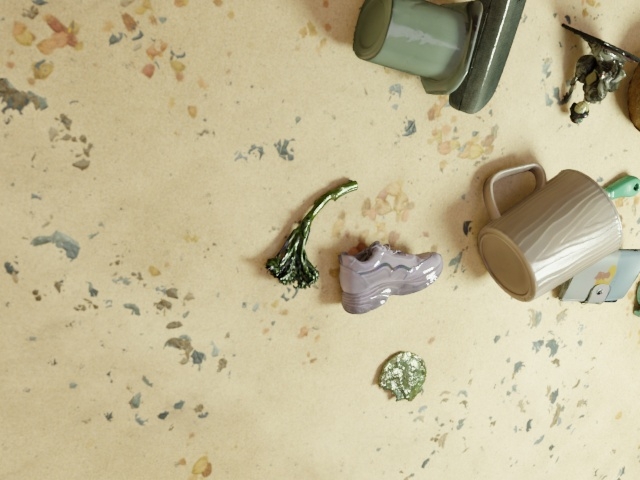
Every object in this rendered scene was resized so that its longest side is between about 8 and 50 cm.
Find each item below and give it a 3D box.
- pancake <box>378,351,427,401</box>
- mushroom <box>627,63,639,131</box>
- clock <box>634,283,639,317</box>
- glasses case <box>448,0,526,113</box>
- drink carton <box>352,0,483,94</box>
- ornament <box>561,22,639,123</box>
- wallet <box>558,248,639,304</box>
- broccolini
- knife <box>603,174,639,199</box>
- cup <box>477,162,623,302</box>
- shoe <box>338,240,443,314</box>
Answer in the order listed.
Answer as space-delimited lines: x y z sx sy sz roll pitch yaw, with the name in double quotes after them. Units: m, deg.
0.195 0.313 1.890 0.129 0.022 0.116 45 77 -30 "pancake"
0.857 -0.363 2.006 0.253 0.153 0.253 -9 109 -26 "mushroom"
0.907 0.138 2.226 0.108 0.045 0.147 -8 106 -28 "clock"
0.347 -0.416 1.672 0.131 0.074 0.323 -40 151 -47 "glasses case"
0.184 -0.398 1.611 0.190 0.185 0.191 9 100 -28 "drink carton"
0.616 -0.366 1.894 0.153 0.166 0.196 12 111 -30 "ornament"
0.711 0.086 2.091 0.231 0.069 0.170 1 120 -26 "wallet"
0.005 -0.007 1.689 0.271 0.062 0.123 -50 130 -12 "broccolini"
0.699 -0.099 2.063 0.260 0.034 0.063 -22 119 -16 "knife"
0.512 -0.035 1.867 0.273 0.208 0.288 -31 116 -16 "cup"
0.146 0.055 1.755 0.245 0.095 0.137 -22 115 -16 "shoe"
